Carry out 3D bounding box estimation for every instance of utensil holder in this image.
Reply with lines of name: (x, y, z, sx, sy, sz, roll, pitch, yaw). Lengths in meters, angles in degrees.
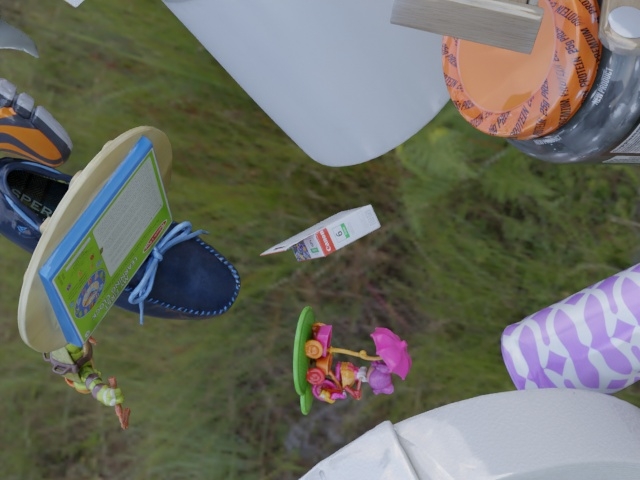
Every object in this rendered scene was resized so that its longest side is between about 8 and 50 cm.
utensil holder: (-0.015, -0.339, 1.743, 0.327, 0.385, 0.328, -27, 36, 22)

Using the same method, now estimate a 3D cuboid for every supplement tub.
supplement tub: (0.290, -0.173, 1.177, 0.207, 0.338, 0.207, 1, 91, 51)

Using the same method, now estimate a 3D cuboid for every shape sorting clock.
shape sorting clock: (-0.183, -0.001, 1.020, 0.040, 0.206, 0.206, 26, 103, 15)

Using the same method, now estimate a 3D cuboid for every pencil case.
pencil case: (0.226, 0.062, 0.869, 0.206, 0.086, 0.088, -29, 88, 22)

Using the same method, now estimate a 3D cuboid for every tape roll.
tape roll: (0.103, 0.265, 0.893, 0.392, 0.392, 0.072, -58, 37, 27)

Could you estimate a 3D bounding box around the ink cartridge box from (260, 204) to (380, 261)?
ink cartridge box: (0.000, 0.000, 1.307, 0.063, 0.115, 0.029, -12, 105, 61)

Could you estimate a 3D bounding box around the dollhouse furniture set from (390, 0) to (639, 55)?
dollhouse furniture set: (0.159, -0.317, 0.878, 0.355, 0.303, 0.174, 99, -176, -56)

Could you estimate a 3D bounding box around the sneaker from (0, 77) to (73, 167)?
sneaker: (-0.462, -0.130, 1.455, 0.180, 0.321, 0.124, -65, 19, -15)

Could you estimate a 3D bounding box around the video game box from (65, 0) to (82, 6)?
video game box: (-0.339, -0.355, 1.287, 0.048, 0.205, 0.187, -40, 53, 14)

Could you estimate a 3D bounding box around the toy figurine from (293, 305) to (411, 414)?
toy figurine: (0.052, 0.185, 1.802, 0.130, 0.159, 0.173, -67, -22, -59)

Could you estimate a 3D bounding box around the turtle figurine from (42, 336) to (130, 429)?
turtle figurine: (-0.365, 0.146, 1.806, 0.269, 0.087, 0.217, 50, 157, 48)

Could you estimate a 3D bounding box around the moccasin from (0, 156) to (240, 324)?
moccasin: (-0.240, 0.011, 1.437, 0.117, 0.342, 0.138, -11, 61, 62)

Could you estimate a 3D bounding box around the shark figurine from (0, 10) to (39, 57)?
shark figurine: (-0.362, -0.183, 1.314, 0.166, 0.116, 0.278, 128, 152, -62)
